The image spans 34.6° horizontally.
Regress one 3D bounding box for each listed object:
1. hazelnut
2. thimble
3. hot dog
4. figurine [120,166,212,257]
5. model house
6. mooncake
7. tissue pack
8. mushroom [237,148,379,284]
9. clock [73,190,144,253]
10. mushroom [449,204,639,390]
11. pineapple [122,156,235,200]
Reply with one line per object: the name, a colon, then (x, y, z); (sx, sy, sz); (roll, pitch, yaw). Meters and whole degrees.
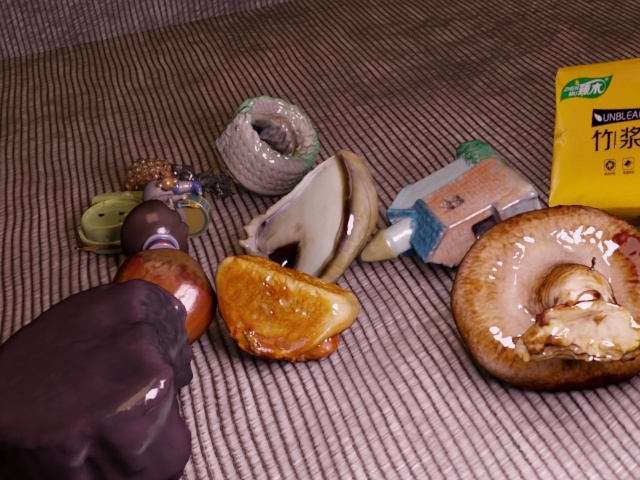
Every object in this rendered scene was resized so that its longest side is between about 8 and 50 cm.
hazelnut: (-0.292, 0.108, 1.815); (0.210, 0.186, 0.210); (-3, 21, 1)
thimble: (-0.121, -0.211, 2.314); (0.219, 0.150, 0.219); (20, 47, -24)
hot dog: (-0.067, 0.128, 1.753); (0.256, 0.153, 0.150); (20, 9, 23)
figurine: (-0.320, -0.022, 2.107); (0.158, 0.161, 0.275); (32, 34, -10)
model house: (0.232, -0.010, 1.941); (0.325, 0.194, 0.267); (-26, 33, -3)
mooncake: (-0.350, 0.242, 1.565); (0.350, 0.212, 0.381); (-9, 30, 9)
tissue pack: (0.630, -0.180, 1.873); (0.382, 0.293, 0.228); (-1, -10, 39)
mushroom: (0.007, 0.004, 1.946); (0.292, 0.212, 0.217); (-30, 62, 21)
clock: (-0.444, -0.030, 2.226); (0.170, 0.069, 0.232); (-2, 30, 12)
mushroom: (0.353, 0.078, 1.567); (0.331, 0.356, 0.334); (-12, 60, 27)
pineapple: (-0.318, -0.128, 2.338); (0.251, 0.125, 0.125); (6, 31, 13)
